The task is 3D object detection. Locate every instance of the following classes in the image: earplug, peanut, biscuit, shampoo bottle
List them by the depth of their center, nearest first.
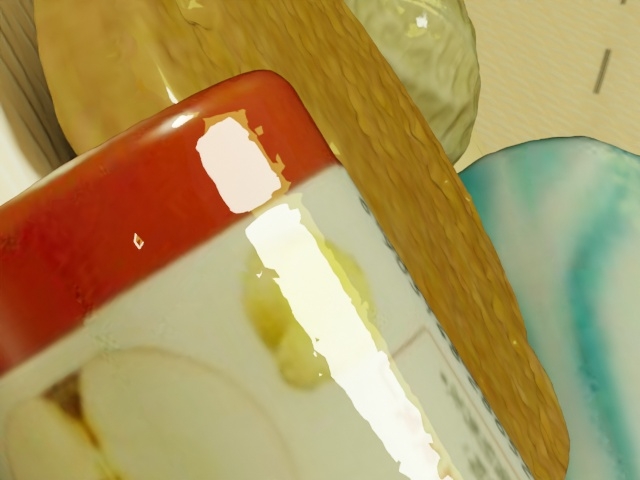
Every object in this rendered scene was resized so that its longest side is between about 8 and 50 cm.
[{"bbox_3d":[0.019,0.104,0.356,0.278,0.104,0.104,58,10,-2],"label":"shampoo bottle"},{"bbox_3d":[0.000,0.000,0.621,0.312,0.057,0.351,59,18,-6],"label":"biscuit"},{"bbox_3d":[0.149,0.112,0.825,0.185,0.185,0.324,51,18,-36],"label":"earplug"},{"bbox_3d":[0.007,-0.131,0.907,0.120,0.136,0.298,40,-3,41],"label":"peanut"}]
